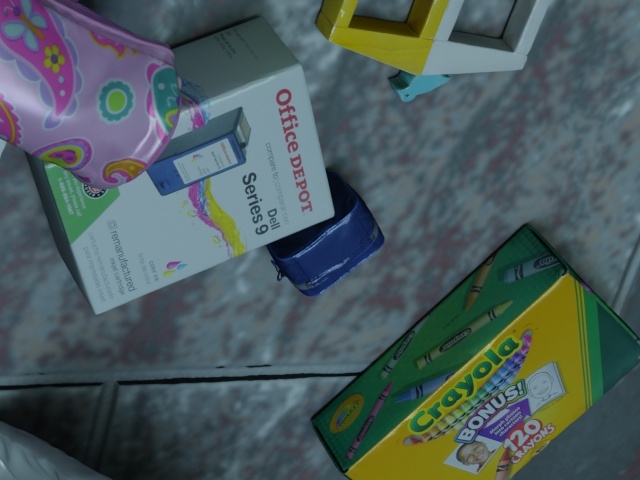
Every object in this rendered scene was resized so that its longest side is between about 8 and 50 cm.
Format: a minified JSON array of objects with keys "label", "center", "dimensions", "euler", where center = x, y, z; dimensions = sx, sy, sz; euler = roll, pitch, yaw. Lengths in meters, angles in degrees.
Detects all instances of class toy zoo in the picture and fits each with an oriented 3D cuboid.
[{"label":"toy zoo","center":[0.114,-0.240,1.436],"dimensions":[0.192,0.030,0.293],"euler":[5,120,-30]}]

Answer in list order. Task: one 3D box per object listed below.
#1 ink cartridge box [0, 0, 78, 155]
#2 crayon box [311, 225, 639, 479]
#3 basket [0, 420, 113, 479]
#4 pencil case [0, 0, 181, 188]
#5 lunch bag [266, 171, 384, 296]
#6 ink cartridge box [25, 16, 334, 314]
[{"label":"ink cartridge box","center":[-0.291,-0.142,1.288],"dimensions":[0.189,0.066,0.232],"euler":[11,126,-34]},{"label":"crayon box","center":[0.150,0.137,1.697],"dimensions":[0.278,0.081,0.165],"euler":[-43,132,7]},{"label":"basket","center":[-0.199,0.379,1.476],"dimensions":[0.331,0.328,0.266],"euler":[-57,136,-12]},{"label":"pencil case","center":[-0.223,-0.138,1.205],"dimensions":[0.284,0.124,0.124],"euler":[30,106,-38]},{"label":"lunch bag","center":[0.000,0.000,1.528],"dimensions":[0.098,0.067,0.065],"euler":[-36,132,2]},{"label":"ink cartridge box","center":[-0.110,-0.060,1.411],"dimensions":[0.212,0.093,0.154],"euler":[-23,130,-14]}]
